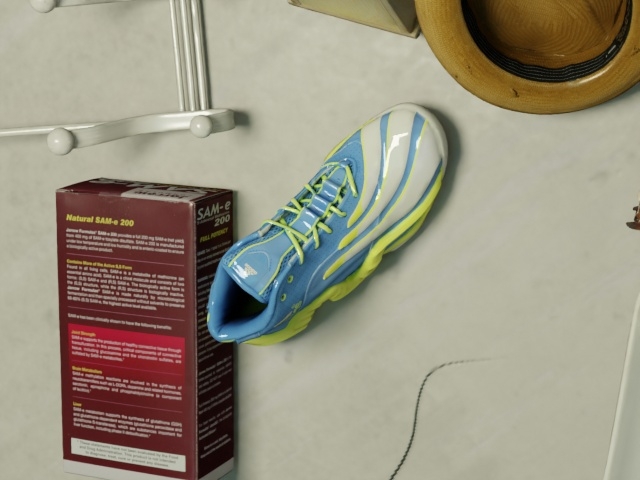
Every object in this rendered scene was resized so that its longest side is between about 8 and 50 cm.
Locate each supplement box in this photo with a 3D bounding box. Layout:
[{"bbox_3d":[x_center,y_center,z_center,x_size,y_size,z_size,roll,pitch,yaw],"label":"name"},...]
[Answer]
[{"bbox_3d":[-0.141,0.075,1.296,0.130,0.073,0.240,6,103,23],"label":"supplement box"}]

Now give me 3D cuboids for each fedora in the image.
[{"bbox_3d":[0.157,-0.182,1.108,0.194,0.079,0.194,3,128,4],"label":"fedora"}]

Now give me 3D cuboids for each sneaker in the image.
[{"bbox_3d":[0.000,0.000,1.197,0.091,0.126,0.240,42,113,9],"label":"sneaker"}]

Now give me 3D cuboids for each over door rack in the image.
[{"bbox_3d":[-0.235,-0.189,1.265,0.324,0.108,0.240,-1,99,22],"label":"over door rack"}]

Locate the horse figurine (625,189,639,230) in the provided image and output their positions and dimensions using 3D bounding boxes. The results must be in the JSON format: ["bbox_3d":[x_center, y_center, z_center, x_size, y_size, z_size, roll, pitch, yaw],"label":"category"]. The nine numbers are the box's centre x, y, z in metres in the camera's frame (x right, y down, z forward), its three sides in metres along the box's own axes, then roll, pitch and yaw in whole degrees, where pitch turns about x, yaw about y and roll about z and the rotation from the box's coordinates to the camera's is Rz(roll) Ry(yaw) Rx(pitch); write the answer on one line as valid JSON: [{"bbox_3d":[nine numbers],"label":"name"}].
[{"bbox_3d":[0.341,-0.020,1.060,0.263,0.174,0.066,2,69,8],"label":"horse figurine"}]

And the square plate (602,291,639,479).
[{"bbox_3d":[0.368,0.228,1.138,0.347,0.049,0.344,14,106,19],"label":"square plate"}]

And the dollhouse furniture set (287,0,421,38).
[{"bbox_3d":[0.044,-0.292,1.143,0.212,0.161,0.242,18,84,17],"label":"dollhouse furniture set"}]
